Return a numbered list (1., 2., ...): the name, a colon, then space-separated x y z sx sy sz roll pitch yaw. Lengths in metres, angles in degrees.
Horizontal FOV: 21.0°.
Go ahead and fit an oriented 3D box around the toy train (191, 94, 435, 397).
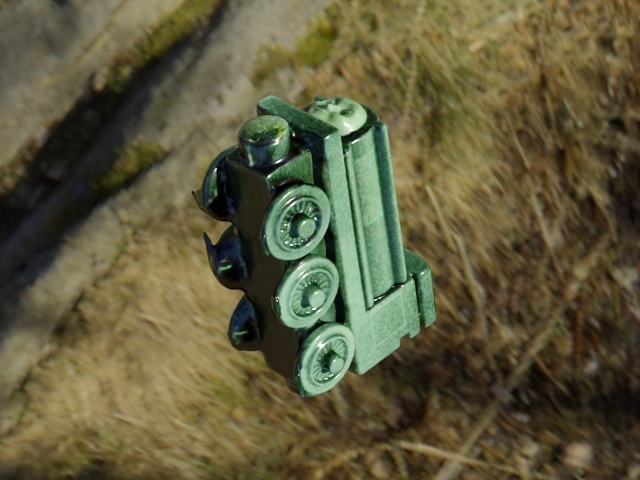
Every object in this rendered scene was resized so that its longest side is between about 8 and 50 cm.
1. toy train: 0.000 0.000 0.879 0.111 0.170 0.071 -36 45 -30
